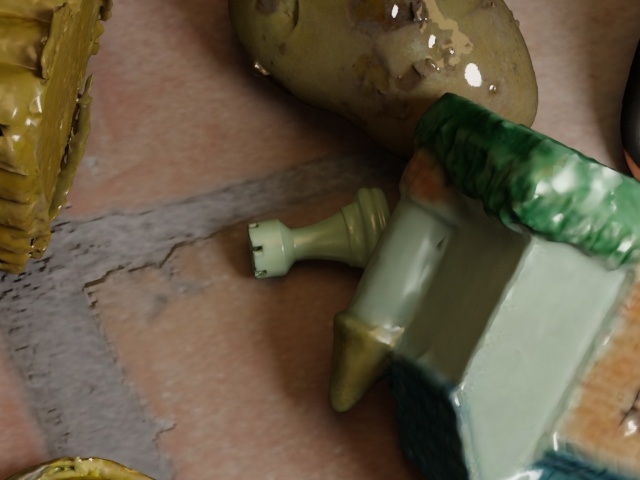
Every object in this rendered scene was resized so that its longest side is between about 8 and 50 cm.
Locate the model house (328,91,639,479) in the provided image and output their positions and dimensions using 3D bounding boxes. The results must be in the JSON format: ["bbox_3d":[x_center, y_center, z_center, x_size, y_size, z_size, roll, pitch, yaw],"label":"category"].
[{"bbox_3d":[0.136,0.100,1.174,0.267,0.194,0.325,24,94,-30],"label":"model house"}]

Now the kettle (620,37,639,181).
[{"bbox_3d":[0.368,-0.113,1.325,0.255,0.165,0.240,19,90,0],"label":"kettle"}]

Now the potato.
[{"bbox_3d":[0.049,-0.159,1.279,0.262,0.165,0.165,32,62,14],"label":"potato"}]

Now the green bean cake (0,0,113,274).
[{"bbox_3d":[-0.223,-0.119,1.172,0.131,0.224,0.230,12,59,-1],"label":"green bean cake"}]

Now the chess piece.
[{"bbox_3d":[0.000,0.000,1.244,0.103,0.067,0.067,-8,65,-6],"label":"chess piece"}]

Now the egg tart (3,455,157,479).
[{"bbox_3d":[-0.154,0.233,1.082,0.212,0.090,0.213,2,64,-5],"label":"egg tart"}]
